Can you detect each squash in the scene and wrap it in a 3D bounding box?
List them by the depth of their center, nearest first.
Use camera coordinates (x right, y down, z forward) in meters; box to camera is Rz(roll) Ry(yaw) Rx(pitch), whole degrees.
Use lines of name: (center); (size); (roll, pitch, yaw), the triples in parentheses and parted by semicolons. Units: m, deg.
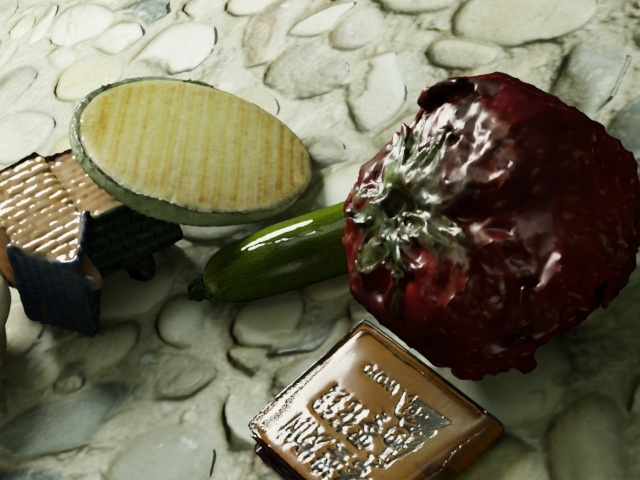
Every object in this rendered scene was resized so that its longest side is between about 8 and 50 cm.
squash: (0.001, 0.001, 1.330); (0.318, 0.071, 0.080); (-22, 42, 10)

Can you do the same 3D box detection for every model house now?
model house: (-0.252, 0.003, 1.434); (0.183, 0.166, 0.172); (-30, 55, -20)

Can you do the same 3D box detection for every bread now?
bread: (-0.140, -0.095, 1.432); (0.267, 0.040, 0.267); (12, 35, -9)

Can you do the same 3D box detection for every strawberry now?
strawberry: (0.162, -0.007, 1.152); (0.274, 0.220, 0.274); (-18, 68, 53)

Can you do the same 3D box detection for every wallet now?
wallet: (0.041, 0.168, 1.172); (0.161, 0.042, 0.195); (-43, 43, -12)

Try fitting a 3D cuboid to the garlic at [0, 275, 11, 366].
garlic: (-0.460, 0.105, 1.422); (0.281, 0.185, 0.203); (-6, 47, 27)
